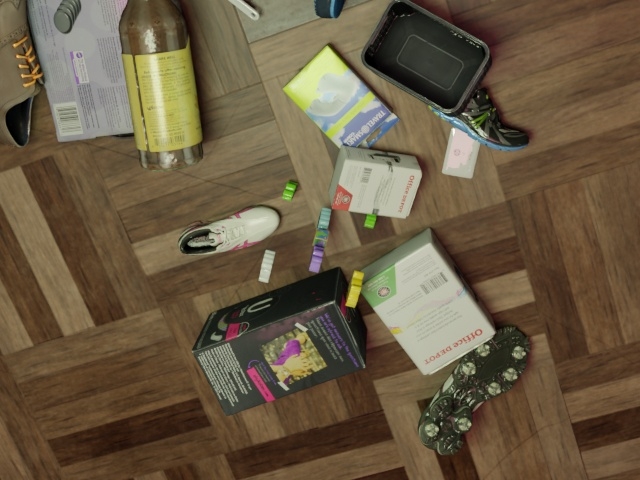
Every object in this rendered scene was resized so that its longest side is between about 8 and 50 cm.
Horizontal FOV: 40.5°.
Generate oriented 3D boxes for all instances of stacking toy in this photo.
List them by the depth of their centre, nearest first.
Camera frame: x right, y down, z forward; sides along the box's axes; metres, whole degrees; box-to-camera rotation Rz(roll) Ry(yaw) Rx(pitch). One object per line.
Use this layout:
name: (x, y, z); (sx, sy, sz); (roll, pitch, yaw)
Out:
stacking toy: (0.000, 0.000, 1.471); (0.167, 0.221, 0.052); (15, 141, -1)

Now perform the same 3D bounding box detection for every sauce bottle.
sauce bottle: (-0.254, -0.285, 1.357); (0.111, 0.111, 0.344); (-2, 110, 5)

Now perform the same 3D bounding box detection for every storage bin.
storage bin: (0.169, -0.288, 1.379); (0.180, 0.084, 0.122); (32, 101, 11)

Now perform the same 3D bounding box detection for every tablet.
tablet: (0.244, -0.150, 1.494); (0.054, 0.006, 0.083); (10, 109, 1)

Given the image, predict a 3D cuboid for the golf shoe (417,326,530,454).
golf shoe: (0.269, 0.263, 1.594); (0.105, 0.120, 0.273); (43, 84, -4)

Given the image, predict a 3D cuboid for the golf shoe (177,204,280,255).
golf shoe: (-0.160, -0.009, 1.531); (0.186, 0.086, 0.067); (-16, 106, 8)

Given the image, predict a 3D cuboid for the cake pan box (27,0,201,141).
cake pan box: (-0.341, -0.299, 1.451); (0.246, 0.070, 0.266); (-7, 109, 8)

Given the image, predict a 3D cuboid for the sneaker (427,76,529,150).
sneaker: (0.266, -0.209, 1.437); (0.188, 0.067, 0.078); (31, 112, -1)

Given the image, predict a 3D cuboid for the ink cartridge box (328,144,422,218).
ink cartridge box: (0.091, -0.099, 1.472); (0.135, 0.056, 0.099); (7, 123, -13)

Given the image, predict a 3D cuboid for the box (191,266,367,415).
box: (-0.067, 0.177, 1.546); (0.270, 0.165, 0.143); (-20, 107, 10)

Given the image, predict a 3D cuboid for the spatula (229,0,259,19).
spatula: (-0.167, -0.461, 1.362); (0.242, 0.019, 0.168); (36, 137, -8)

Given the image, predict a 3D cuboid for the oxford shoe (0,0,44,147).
oxford shoe: (-0.492, -0.305, 1.386); (0.133, 0.130, 0.363); (31, 135, 4)

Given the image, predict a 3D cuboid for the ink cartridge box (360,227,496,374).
ink cartridge box: (0.189, 0.110, 1.544); (0.154, 0.093, 0.212); (-34, 102, 15)

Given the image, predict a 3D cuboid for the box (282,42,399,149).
box: (0.036, -0.229, 1.462); (0.109, 0.042, 0.178); (-42, 101, 17)

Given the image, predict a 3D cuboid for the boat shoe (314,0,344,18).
boat shoe: (0.002, -0.478, 1.358); (0.089, 0.109, 0.258); (4, 93, 10)
